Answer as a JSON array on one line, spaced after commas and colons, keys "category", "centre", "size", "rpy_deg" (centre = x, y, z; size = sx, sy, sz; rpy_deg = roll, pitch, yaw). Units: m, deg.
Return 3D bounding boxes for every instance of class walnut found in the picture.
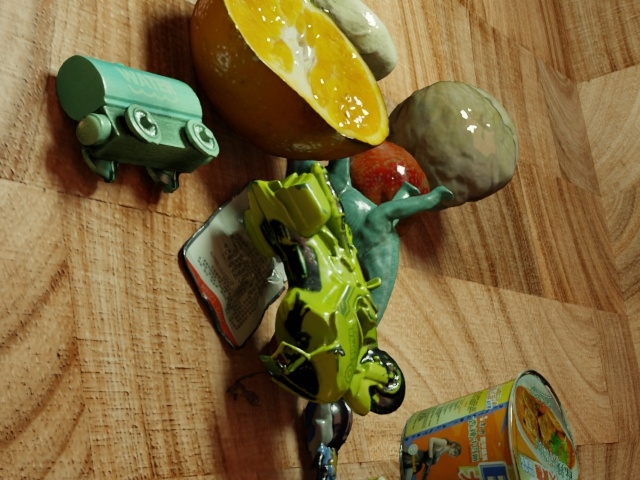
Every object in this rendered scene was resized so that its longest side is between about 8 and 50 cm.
[{"category": "walnut", "centre": [0.228, -0.170, 2.324], "size": [0.248, 0.248, 0.248], "rpy_deg": [39, 43, -49]}]

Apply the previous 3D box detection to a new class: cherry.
[{"category": "cherry", "centre": [-0.037, 0.174, 1.778], "size": [0.107, 0.090, 0.225], "rpy_deg": [46, 41, -2]}]

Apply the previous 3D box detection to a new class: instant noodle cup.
[{"category": "instant noodle cup", "centre": [0.272, 0.371, 2.122], "size": [0.296, 0.214, 0.296], "rpy_deg": [40, 41, -48]}]

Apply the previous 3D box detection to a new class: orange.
[{"category": "orange", "centre": [-0.037, -0.242, 1.832], "size": [0.310, 0.274, 0.274], "rpy_deg": [11, 56, -11]}]

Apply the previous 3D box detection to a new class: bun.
[{"category": "bun", "centre": [0.010, -0.308, 2.041], "size": [0.210, 0.237, 0.116], "rpy_deg": [41, 74, -8]}]

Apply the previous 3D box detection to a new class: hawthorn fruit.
[{"category": "hawthorn fruit", "centre": [0.091, -0.104, 2.139], "size": [0.162, 0.163, 0.203], "rpy_deg": [48, 19, -42]}]

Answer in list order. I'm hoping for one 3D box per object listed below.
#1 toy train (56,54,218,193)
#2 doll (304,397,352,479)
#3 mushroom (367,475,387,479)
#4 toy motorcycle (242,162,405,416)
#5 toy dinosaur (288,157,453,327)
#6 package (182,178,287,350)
[{"category": "toy train", "centre": [-0.223, -0.150, 1.607], "size": [0.248, 0.101, 0.159], "rpy_deg": [8, 53, -62]}, {"category": "doll", "centre": [0.010, 0.268, 1.839], "size": [0.096, 0.070, 0.195], "rpy_deg": [56, 35, -62]}, {"category": "mushroom", "centre": [0.168, 0.473, 2.004], "size": [0.351, 0.097, 0.109], "rpy_deg": [52, 55, -29]}, {"category": "toy motorcycle", "centre": [-0.009, 0.076, 1.716], "size": [0.206, 0.142, 0.342], "rpy_deg": [-3, 71, -52]}, {"category": "toy dinosaur", "centre": [0.000, 0.000, 1.940], "size": [0.331, 0.383, 0.129], "rpy_deg": [-52, 160, -15]}, {"category": "package", "centre": [-0.106, 0.028, 1.788], "size": [0.166, 0.040, 0.232], "rpy_deg": [61, 37, -18]}]
